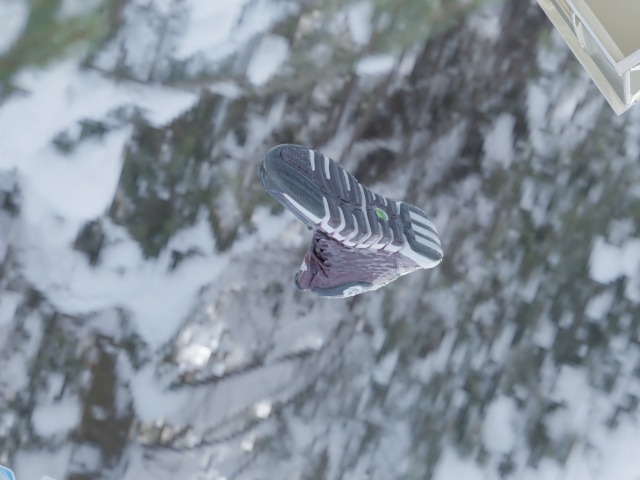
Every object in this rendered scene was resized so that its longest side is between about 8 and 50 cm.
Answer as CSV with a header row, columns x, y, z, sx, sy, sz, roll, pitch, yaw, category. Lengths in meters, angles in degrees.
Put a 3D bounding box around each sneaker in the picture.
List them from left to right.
x,y,z,sx,sy,sz,roll,pitch,yaw,category
0.000,0.000,1.938,0.281,0.162,0.106,28,-140,-36,sneaker

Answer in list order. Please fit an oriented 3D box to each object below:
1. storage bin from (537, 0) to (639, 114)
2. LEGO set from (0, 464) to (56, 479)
x,y,z,sx,sy,sz,roll,pitch,yaw,category
0.274,-0.280,1.284,0.260,0.262,0.123,59,-178,18,storage bin
-0.303,0.277,1.735,0.244,0.182,0.060,19,-130,24,LEGO set
